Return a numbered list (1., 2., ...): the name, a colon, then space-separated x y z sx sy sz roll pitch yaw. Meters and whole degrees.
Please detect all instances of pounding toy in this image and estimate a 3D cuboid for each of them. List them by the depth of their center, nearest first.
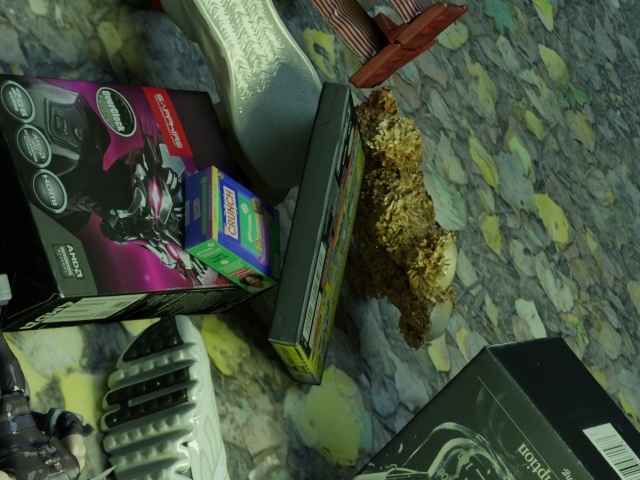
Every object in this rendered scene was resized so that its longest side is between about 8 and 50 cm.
1. pounding toy: -0.063 -0.097 2.098 0.141 0.100 0.130 53 31 -17

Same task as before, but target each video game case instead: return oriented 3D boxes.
1. video game case: 0.000 0.000 1.961 0.248 0.035 0.275 68 33 -75

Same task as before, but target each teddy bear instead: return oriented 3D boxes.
1. teddy bear: 0.075 -0.029 2.177 0.245 0.113 0.338 99 -24 -65

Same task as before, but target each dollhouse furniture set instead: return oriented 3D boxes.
1. dollhouse furniture set: 0.082 -0.317 2.334 0.201 0.152 0.374 52 16 5

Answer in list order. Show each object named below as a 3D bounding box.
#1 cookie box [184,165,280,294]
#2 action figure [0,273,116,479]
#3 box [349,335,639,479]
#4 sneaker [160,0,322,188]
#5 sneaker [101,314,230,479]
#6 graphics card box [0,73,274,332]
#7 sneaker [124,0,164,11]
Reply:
1. cookie box: -0.088 -0.010 1.862 0.107 0.040 0.092 34 42 -41
2. action figure: -0.275 0.141 1.586 0.185 0.099 0.285 -11 80 -67
3. box: 0.207 0.328 1.884 0.343 0.312 0.179 51 26 20
4. sneaker: -0.087 -0.208 2.006 0.169 0.108 0.293 43 -25 64
5. sneaker: -0.134 0.216 1.748 0.118 0.110 0.292 32 50 -54
6. graphics card box: -0.206 -0.038 1.834 0.371 0.094 0.233 -1 68 -57
7. sneaker: -0.114 -0.321 2.150 0.270 0.145 0.090 -2 69 -58
